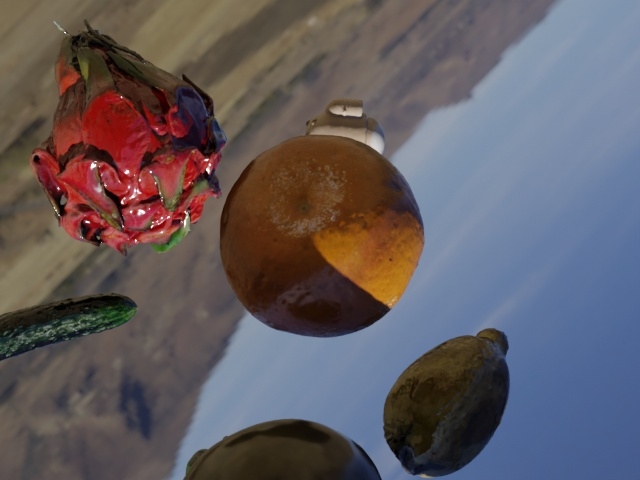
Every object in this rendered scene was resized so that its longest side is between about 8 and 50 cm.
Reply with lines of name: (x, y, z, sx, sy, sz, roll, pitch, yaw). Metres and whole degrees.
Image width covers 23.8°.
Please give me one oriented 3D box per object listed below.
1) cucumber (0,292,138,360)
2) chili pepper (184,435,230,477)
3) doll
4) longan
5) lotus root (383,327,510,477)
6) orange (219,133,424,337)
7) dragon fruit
cucumber: (-0.316, 0.100, 1.769, 0.214, 0.058, 0.052, -16, 176, -18)
chili pepper: (-0.161, 0.395, 2.085, 0.099, 0.136, 0.270, 23, -81, 56)
doll: (0.025, -0.069, 2.231, 0.154, 0.119, 0.278, -108, -156, -86)
longan: (-0.040, 0.268, 1.462, 0.220, 0.196, 0.196, -15, 173, -16)
lotus root: (0.155, 0.183, 1.779, 0.214, 0.138, 0.138, -51, -176, -20)
orange: (0.000, 0.000, 1.591, 0.224, 0.224, 0.170, -46, 148, -15)
dragon fruit: (-0.238, -0.124, 1.776, 0.234, 0.293, 0.234, -35, -169, 8)
